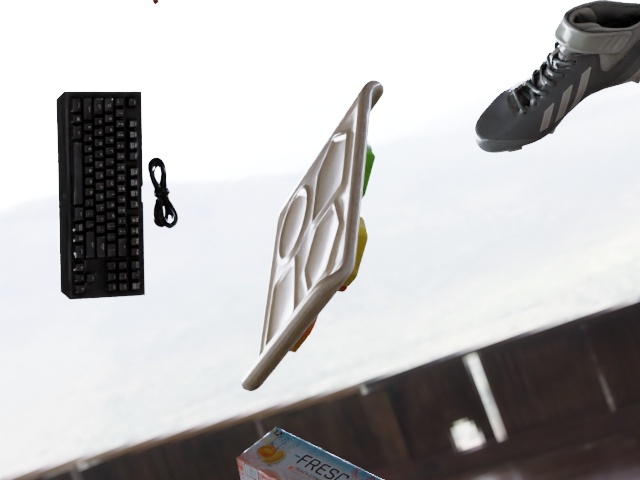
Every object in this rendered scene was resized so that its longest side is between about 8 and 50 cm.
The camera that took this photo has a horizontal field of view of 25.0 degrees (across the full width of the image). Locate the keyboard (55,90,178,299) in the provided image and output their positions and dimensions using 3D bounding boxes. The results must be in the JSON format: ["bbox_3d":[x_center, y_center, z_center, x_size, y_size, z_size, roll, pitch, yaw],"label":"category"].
[{"bbox_3d":[-0.175,-0.040,1.265,0.108,0.180,0.023,-3,7,-27],"label":"keyboard"}]

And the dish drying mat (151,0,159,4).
[{"bbox_3d":[-0.132,-0.193,1.034,0.008,0.032,0.083,-32,-8,-1],"label":"dish drying mat"}]

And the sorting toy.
[{"bbox_3d":[0.000,0.000,1.161,0.038,0.208,0.193,21,-37,-12],"label":"sorting toy"}]

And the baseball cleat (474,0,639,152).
[{"bbox_3d":[0.219,-0.160,1.338,0.206,0.072,0.109,-31,-41,14],"label":"baseball cleat"}]

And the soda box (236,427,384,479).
[{"bbox_3d":[0.004,0.250,1.411,0.183,0.058,0.063,21,42,39],"label":"soda box"}]
